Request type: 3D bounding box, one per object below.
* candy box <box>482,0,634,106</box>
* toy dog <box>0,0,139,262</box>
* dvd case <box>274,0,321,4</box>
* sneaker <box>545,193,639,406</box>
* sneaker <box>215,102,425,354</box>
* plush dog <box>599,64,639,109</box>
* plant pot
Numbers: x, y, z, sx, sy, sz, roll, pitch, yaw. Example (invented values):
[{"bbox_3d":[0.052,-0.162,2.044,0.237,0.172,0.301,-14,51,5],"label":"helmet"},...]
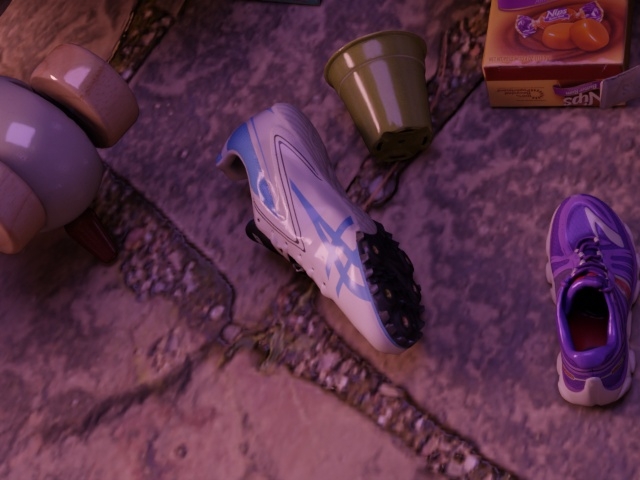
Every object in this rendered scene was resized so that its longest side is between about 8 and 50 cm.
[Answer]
[{"bbox_3d":[0.193,-0.191,1.474,0.109,0.053,0.187,0,51,14],"label":"candy box"},{"bbox_3d":[-0.263,-0.067,1.452,0.220,0.161,0.333,-34,38,-10],"label":"toy dog"},{"bbox_3d":[-0.025,-0.251,1.596,0.087,0.013,0.119,6,56,17],"label":"dvd case"},{"bbox_3d":[0.191,0.031,1.291,0.068,0.071,0.170,-7,51,8],"label":"sneaker"},{"bbox_3d":[0.000,0.000,1.363,0.086,0.085,0.237,-42,55,14],"label":"sneaker"},{"bbox_3d":[0.341,-0.104,1.269,0.225,0.262,0.211,22,89,57],"label":"plush dog"},{"bbox_3d":[0.053,-0.106,1.431,0.083,0.083,0.079,-16,63,0],"label":"plant pot"}]
